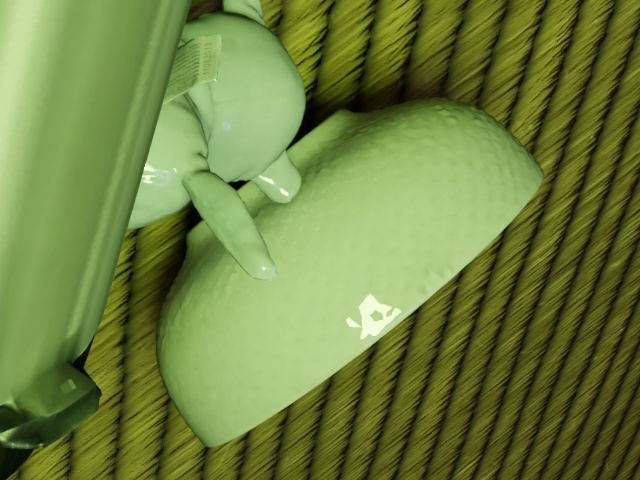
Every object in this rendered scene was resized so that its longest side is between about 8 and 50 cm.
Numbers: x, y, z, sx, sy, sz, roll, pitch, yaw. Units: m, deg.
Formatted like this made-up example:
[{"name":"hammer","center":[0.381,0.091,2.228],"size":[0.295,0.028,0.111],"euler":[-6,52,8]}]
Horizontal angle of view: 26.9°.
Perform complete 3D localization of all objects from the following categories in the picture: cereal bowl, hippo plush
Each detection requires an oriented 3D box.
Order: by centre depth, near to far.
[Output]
[{"name":"hippo plush","center":[-0.118,-0.109,0.830],"size":[0.236,0.294,0.234],"euler":[-31,111,-55]},{"name":"cereal bowl","center":[0.000,0.000,1.038],"size":[0.339,0.141,0.339],"euler":[-39,-176,3]}]

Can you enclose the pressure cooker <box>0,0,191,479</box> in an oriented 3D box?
[{"name":"pressure cooker","center":[-0.243,-0.069,0.547],"size":[0.370,0.375,0.421],"euler":[-77,-175,-69]}]
